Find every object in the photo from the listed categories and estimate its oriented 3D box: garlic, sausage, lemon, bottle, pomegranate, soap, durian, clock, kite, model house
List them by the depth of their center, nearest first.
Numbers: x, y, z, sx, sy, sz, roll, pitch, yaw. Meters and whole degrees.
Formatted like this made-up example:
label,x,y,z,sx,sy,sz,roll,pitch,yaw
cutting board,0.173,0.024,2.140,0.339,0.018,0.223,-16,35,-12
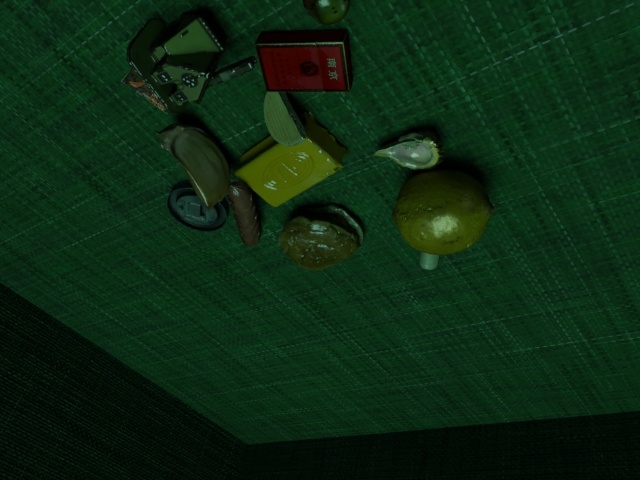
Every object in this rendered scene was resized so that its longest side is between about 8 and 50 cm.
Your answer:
label,x,y,z,sx,sy,sz,roll,pitch,yaw
pomegranate,0.017,-0.580,1.420,0.130,0.130,0.130,9,141,7
model house,-0.312,-0.490,1.549,0.278,0.205,0.218,-11,136,31
durian,0.258,-0.271,1.743,0.224,0.078,0.140,4,153,30
lemon,0.365,-0.085,1.782,0.310,0.258,0.258,-6,137,33
kite,-0.545,-0.475,1.800,0.125,0.008,0.222,6,141,11
soap,-0.092,-0.243,1.864,0.204,0.096,0.324,39,135,-26
garlic,-0.394,-0.265,1.865,0.151,0.196,0.338,-17,131,12
bottle,0.376,0.013,2.042,0.072,0.072,0.201,7,140,10
sausage,-0.256,-0.085,2.056,0.088,0.088,0.433,10,156,6
clock,-0.440,-0.121,2.162,0.226,0.049,0.226,9,140,8

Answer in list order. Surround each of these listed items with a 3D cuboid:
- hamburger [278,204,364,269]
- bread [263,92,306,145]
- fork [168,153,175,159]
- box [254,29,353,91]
label,x,y,z,sx,sy,sz,roll,pitch,yaw
hamburger,-0.001,-0.002,2.097,0.265,0.134,0.285,39,138,-24
bread,-0.111,-0.345,1.719,0.112,0.036,0.193,-37,75,44
fork,-0.412,-0.232,2.042,0.235,0.021,0.039,36,133,-22
box,-0.040,-0.473,1.591,0.240,0.074,0.153,3,136,13
